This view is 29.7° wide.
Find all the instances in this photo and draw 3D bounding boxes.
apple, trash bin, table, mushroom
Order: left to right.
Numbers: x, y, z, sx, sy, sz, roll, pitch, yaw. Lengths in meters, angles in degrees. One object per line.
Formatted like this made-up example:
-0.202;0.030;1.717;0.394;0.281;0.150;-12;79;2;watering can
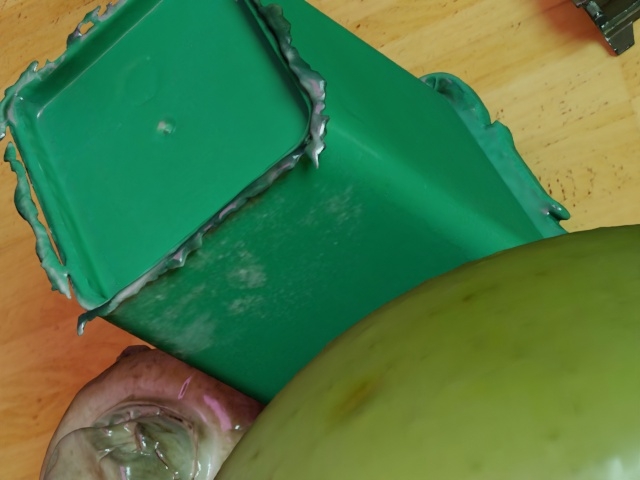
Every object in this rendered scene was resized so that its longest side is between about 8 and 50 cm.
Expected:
-0.127;0.194;0.951;0.255;0.184;0.254;-10;74;40;mushroom
0.000;0.000;0.815;0.259;0.381;0.295;-39;56;16;trash bin
0.230;-0.206;0.936;0.083;0.070;0.082;-35;57;16;table
0.168;0.209;0.599;0.474;0.474;0.473;-12;66;29;apple
